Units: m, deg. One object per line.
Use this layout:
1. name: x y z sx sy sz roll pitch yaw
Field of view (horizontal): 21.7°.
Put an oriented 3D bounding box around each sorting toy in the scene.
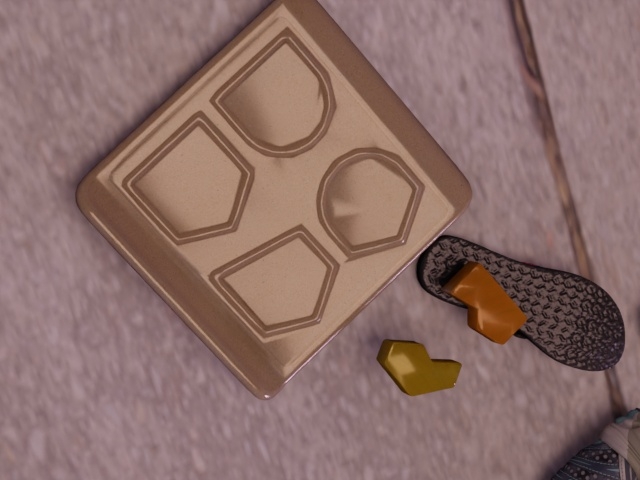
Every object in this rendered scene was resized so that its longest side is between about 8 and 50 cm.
1. sorting toy: 0.000 0.000 1.215 0.229 0.041 0.307 -45 108 -10

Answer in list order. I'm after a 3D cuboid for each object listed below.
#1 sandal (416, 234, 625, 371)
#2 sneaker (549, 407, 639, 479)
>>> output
1. sandal: 0.156 0.044 1.295 0.179 0.040 0.067 25 87 -9
2. sneaker: 0.282 0.281 1.336 0.122 0.110 0.283 -31 83 1
